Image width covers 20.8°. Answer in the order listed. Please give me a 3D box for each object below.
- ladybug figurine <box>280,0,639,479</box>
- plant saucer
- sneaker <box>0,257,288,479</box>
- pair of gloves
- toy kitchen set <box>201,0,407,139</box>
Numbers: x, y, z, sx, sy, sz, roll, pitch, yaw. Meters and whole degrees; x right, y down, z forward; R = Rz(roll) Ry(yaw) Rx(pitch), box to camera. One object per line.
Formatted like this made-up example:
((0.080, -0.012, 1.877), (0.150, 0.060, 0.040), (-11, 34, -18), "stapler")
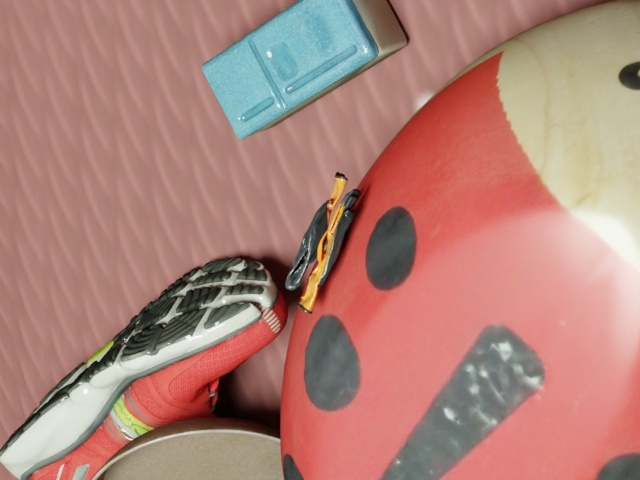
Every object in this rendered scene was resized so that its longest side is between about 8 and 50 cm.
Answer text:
((0.117, 0.071, 0.965), (0.305, 0.162, 0.449), (42, 124, 16), "ladybug figurine")
((-0.075, 0.168, 1.155), (0.169, 0.029, 0.168), (-4, 135, -4), "plant saucer")
((-0.100, 0.110, 1.181), (0.118, 0.107, 0.279), (45, 130, -9), "sneaker")
((0.000, 0.000, 0.979), (0.010, 0.083, 0.074), (22, 98, -11), "pair of gloves")
((-0.080, -0.164, 1.015), (0.122, 0.166, 0.207), (-29, 88, 37), "toy kitchen set")
